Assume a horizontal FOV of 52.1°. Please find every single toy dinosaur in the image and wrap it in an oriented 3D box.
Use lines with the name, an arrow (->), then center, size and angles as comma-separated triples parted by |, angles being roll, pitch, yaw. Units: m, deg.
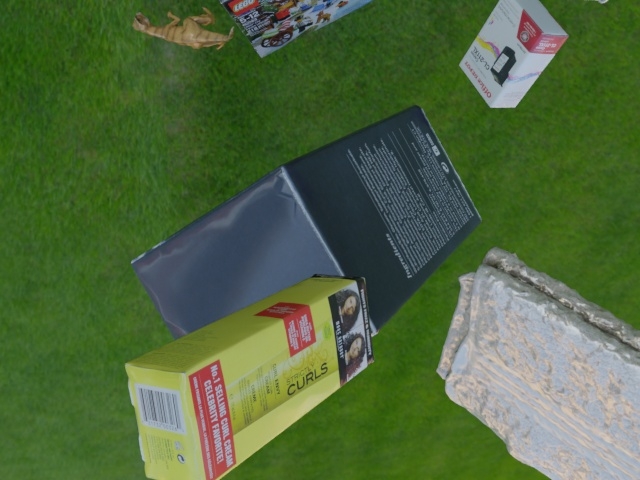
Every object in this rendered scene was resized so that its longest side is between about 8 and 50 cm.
toy dinosaur -> -0.182, -0.306, 0.979 | 0.211, 0.112, 0.064 | 13, 121, 25

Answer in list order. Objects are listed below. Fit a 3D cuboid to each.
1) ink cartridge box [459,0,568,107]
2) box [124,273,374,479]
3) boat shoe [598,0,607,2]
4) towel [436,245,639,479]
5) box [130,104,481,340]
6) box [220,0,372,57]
ink cartridge box -> 0.356, -0.354, 1.226 | 0.072, 0.127, 0.175 | -8, 147, -31
box -> -0.040, 0.095, 0.512 | 0.058, 0.087, 0.232 | -1, -169, 34
boat shoe -> 0.257, -0.256, 0.617 | 0.063, 0.184, 0.066 | 41, 127, -1
towel -> 0.218, 0.137, 0.502 | 0.049, 0.282, 0.187 | -40, 148, -31
box -> 0.000, 0.000, 0.915 | 0.293, 0.212, 0.395 | -27, -175, 35
box -> 0.002, -0.316, 0.779 | 0.233, 0.044, 0.159 | -25, 170, 8
